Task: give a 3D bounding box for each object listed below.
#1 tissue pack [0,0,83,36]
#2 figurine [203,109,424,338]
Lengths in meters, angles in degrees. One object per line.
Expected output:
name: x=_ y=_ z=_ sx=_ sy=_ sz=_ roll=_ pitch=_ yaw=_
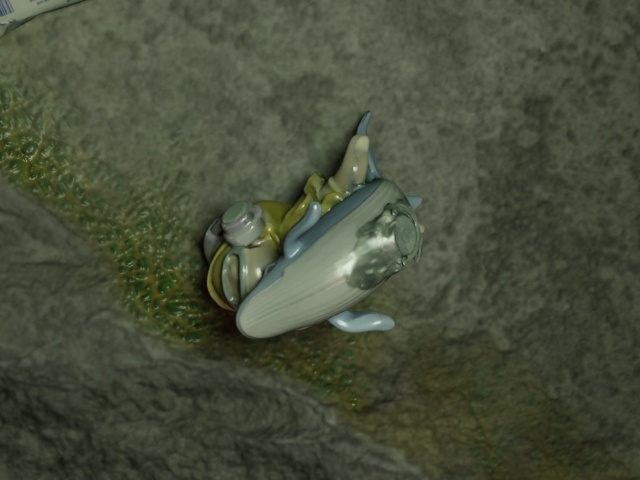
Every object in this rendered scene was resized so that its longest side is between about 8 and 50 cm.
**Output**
tissue pack: x=-0.203 y=-0.222 z=1.206 sx=0.193 sy=0.026 sz=0.122 roll=-23 pitch=114 yaw=-5
figurine: x=0.000 y=0.000 z=1.286 sx=0.208 sy=0.184 sz=0.128 roll=-50 pitch=122 yaw=-34
